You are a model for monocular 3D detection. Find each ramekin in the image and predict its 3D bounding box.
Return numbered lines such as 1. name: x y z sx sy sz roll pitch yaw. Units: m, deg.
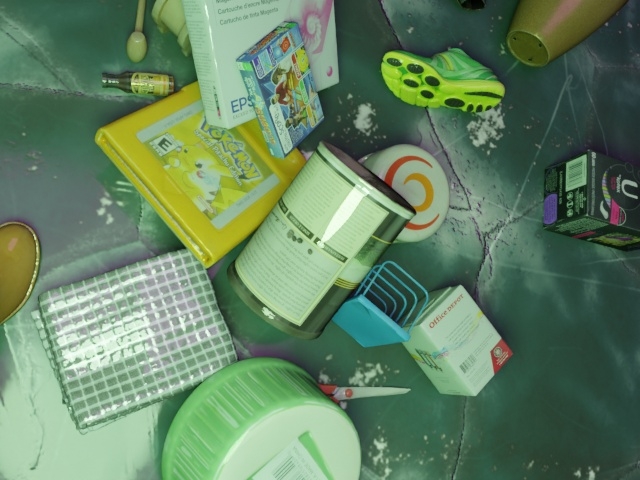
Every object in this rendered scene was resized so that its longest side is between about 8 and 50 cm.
1. ramekin: -0.081 0.352 0.902 0.303 0.148 0.303 -7 102 -32

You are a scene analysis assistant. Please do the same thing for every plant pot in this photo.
1. plant pot: 0.575 -0.553 1.381 0.237 0.237 0.254 40 82 -9

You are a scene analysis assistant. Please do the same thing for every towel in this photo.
1. towel: -0.298 0.156 0.934 0.283 0.121 0.235 -19 85 -23

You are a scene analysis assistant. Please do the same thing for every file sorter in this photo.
1. file sorter: 0.103 0.119 1.069 0.118 0.170 0.104 40 65 -9

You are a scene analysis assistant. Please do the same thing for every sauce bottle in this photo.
1. sauce bottle: -0.338 -0.291 1.059 0.128 0.042 0.042 -3 80 -20

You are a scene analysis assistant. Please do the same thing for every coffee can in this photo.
1. coffee can: 0.000 0.000 0.971 0.201 0.201 0.275 35 104 -11

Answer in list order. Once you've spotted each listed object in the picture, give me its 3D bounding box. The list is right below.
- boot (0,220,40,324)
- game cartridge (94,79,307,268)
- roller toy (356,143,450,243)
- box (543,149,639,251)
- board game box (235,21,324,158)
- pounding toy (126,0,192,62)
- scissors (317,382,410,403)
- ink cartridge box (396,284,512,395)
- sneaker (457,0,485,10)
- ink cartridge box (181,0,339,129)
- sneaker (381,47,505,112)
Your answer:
1. boot: -0.507 0.080 0.816 0.109 0.220 0.283 33 69 -11
2. game cartridge: -0.184 -0.147 1.029 0.285 0.052 0.323 50 49 -4
3. roller toy: 0.149 -0.089 1.144 0.209 0.146 0.191 -7 90 -28
4. box: 0.683 -0.087 1.348 0.270 0.143 0.165 12 75 -19
5. board game box: -0.066 -0.269 1.032 0.136 0.035 0.201 -49 140 -29
6. pounding toy: -0.261 -0.454 1.061 0.155 0.154 0.269 43 67 -8
7. scissors: 0.035 0.283 1.087 0.297 0.021 0.109 -13 82 -21
8. ink cartridge box: 0.257 0.198 1.132 0.128 0.127 0.176 -38 94 -23
9. sneaker: 0.313 -0.636 1.358 0.222 0.083 0.118 9 76 -20
10. ink cartridge box: -0.095 -0.406 1.023 0.324 0.071 0.330 -35 131 -39
11. sneaker: 0.269 -0.369 1.288 0.295 0.109 0.123 10 52 -17
